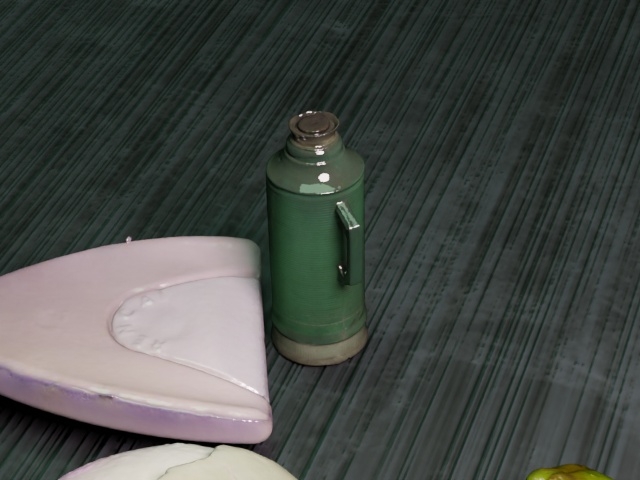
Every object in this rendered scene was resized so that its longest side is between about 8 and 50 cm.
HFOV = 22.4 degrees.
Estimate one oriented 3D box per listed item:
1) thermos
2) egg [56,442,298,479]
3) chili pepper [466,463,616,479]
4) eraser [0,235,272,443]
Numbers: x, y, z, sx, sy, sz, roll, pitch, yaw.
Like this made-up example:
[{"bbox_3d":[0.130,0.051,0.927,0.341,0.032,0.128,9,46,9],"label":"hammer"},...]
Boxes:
[{"bbox_3d":[-0.004,-0.002,1.148,0.073,0.188,0.083,1,36,5],"label":"thermos"},{"bbox_3d":[-0.080,0.252,0.690,0.278,0.278,0.336,10,82,15],"label":"egg"},{"bbox_3d":[0.176,0.172,1.015,0.204,0.073,0.072,4,19,-11],"label":"chili pepper"},{"bbox_3d":[-0.158,0.074,1.161,0.243,0.059,0.204,0,38,-4],"label":"eraser"}]
